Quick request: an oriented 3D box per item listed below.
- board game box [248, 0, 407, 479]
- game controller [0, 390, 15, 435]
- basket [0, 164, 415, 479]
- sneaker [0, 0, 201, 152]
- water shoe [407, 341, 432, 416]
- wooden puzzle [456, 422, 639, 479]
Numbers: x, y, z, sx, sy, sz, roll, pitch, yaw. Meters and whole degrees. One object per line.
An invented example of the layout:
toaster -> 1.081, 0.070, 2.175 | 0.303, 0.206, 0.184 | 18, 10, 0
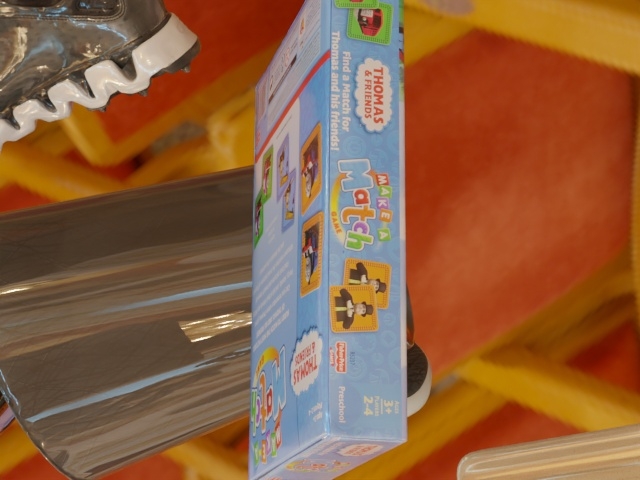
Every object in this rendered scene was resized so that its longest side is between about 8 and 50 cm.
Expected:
board game box -> 0.000, 0.000, 0.726 | 0.039, 0.212, 0.160 | 5, 163, -13
game controller -> -0.248, 0.105, 1.372 | 0.067, 0.319, 0.166 | 44, -168, 10
basket -> -0.069, 0.035, 0.960 | 0.226, 0.154, 0.204 | -18, 134, 10
sneaker -> -0.188, -0.093, 0.829 | 0.078, 0.234, 0.106 | -105, -11, -68
water shoe -> 0.047, 0.119, 1.346 | 0.203, 0.072, 0.080 | -117, 28, -67
wooden puzzle -> 0.307, 0.349, 1.462 | 0.322, 0.348, 0.080 | -12, 165, 18
